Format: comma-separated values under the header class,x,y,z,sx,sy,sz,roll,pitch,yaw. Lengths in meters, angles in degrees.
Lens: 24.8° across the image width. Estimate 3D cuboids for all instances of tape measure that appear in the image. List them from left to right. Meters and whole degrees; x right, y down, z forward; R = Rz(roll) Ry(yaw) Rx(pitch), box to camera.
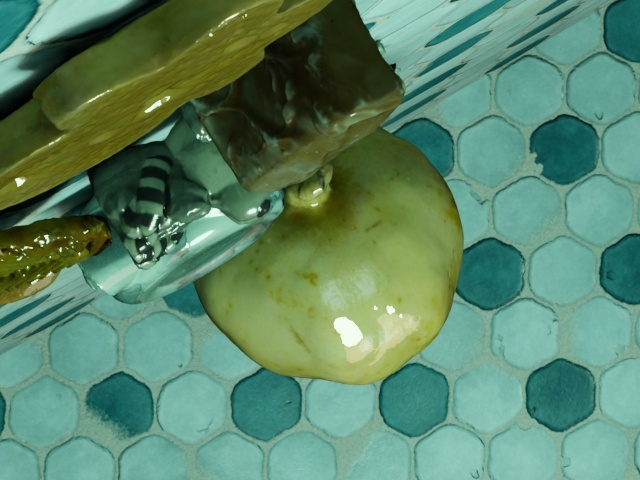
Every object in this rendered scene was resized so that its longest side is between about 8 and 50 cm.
class,x,y,z,sx,sy,sz,roll,pitch,yaw
tape measure,-0.176,-0.036,1.795,0.256,0.147,0.275,-32,174,4

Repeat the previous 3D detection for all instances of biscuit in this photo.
class,x,y,z,sx,sy,sz,roll,pitch,yaw
biscuit,-0.369,0.039,1.529,0.318,0.040,0.318,-19,175,-2
biscuit,-0.151,-0.122,1.141,0.355,0.052,0.275,-30,178,30

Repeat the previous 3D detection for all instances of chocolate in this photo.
class,x,y,z,sx,sy,sz,roll,pitch,yaw
chocolate,-0.034,-0.134,1.301,0.093,0.148,0.214,-21,171,-42

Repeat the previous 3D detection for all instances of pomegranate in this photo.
class,x,y,z,sx,sy,sz,roll,pitch,yaw
pomegranate,0.000,0.000,2.061,0.412,0.411,0.411,-30,178,-1

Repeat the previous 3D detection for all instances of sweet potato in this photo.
class,x,y,z,sx,sy,sz,roll,pitch,yaw
sweet potato,-0.380,0.036,1.988,0.195,0.056,0.056,-34,178,3

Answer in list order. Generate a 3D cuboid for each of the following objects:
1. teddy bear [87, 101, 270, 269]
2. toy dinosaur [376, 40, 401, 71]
class,x,y,z,sx,sy,sz,roll,pitch,yaw
teddy bear,-0.134,-0.072,1.552,0.251,0.144,0.171,-33,164,9
toy dinosaur,0.026,-0.201,1.902,0.167,0.053,0.242,-30,179,24
